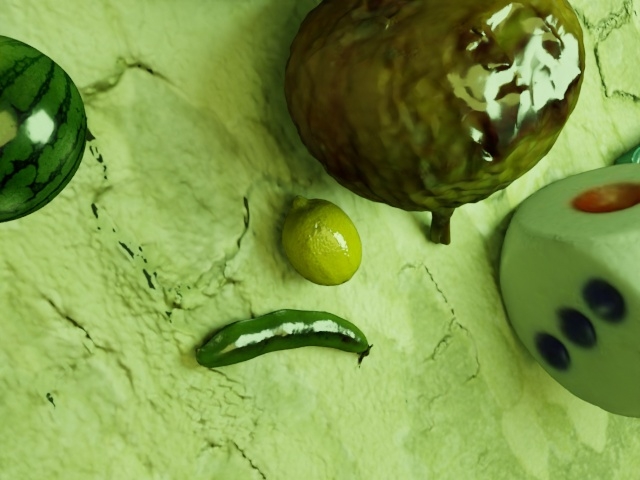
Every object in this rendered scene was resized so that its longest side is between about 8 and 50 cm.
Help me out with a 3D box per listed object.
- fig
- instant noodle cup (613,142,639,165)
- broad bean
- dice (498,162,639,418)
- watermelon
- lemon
[{"bbox_3d":[0.129,-0.121,0.718,0.286,0.286,0.369,-50,147,-17],"label":"fig"},{"bbox_3d":[0.529,-0.086,1.032,0.157,0.070,0.179,-30,110,-24],"label":"instant noodle cup"},{"bbox_3d":[-0.030,0.111,0.733,0.226,0.039,0.069,8,96,-32],"label":"broad bean"},{"bbox_3d":[0.402,0.055,0.860,0.243,0.259,0.251,-28,109,-24],"label":"dice"},{"bbox_3d":[-0.272,-0.072,0.514,0.187,0.140,0.141,-50,116,-14],"label":"watermelon"},{"bbox_3d":[0.000,0.000,0.715,0.082,0.082,0.111,-43,116,-21],"label":"lemon"}]
